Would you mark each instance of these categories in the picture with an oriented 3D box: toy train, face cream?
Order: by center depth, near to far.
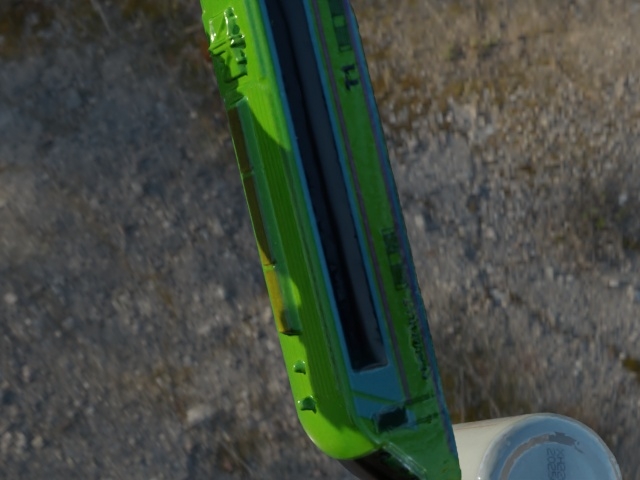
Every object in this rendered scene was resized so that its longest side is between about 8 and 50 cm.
[{"bbox_3d":[0.000,0.000,0.471,0.042,0.044,0.209,-13,90,-26],"label":"toy train"},{"bbox_3d":[0.097,0.171,0.954,0.101,0.252,0.101,3,79,-18],"label":"face cream"}]
